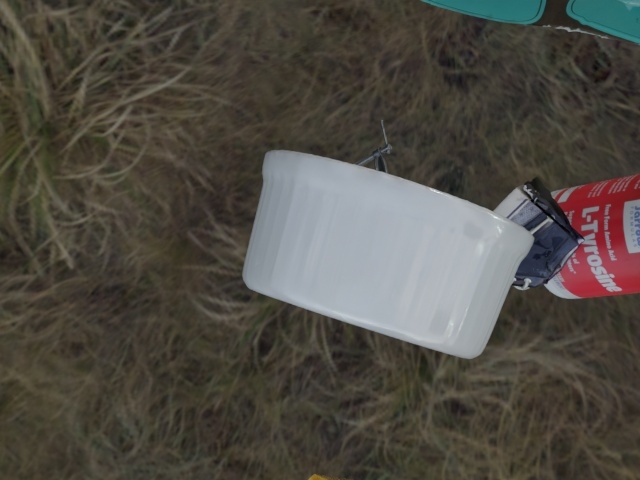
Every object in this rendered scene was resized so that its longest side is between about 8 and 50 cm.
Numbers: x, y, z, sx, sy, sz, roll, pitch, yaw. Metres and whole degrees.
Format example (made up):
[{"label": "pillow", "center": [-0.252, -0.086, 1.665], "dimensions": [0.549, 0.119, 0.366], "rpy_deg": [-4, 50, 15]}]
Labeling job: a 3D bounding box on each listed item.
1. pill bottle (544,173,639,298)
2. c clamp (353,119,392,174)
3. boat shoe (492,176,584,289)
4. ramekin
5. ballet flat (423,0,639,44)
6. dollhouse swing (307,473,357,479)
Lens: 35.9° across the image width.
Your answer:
[{"label": "pill bottle", "center": [0.626, -0.015, 1.900], "dimensions": [0.407, 0.229, 0.229], "rpy_deg": [-12, 105, 49]}, {"label": "c clamp", "center": [0.072, -0.120, 1.779], "dimensions": [0.160, 0.022, 0.137], "rpy_deg": [-34, 55, 32]}, {"label": "boat shoe", "center": [0.332, 0.055, 1.831], "dimensions": [0.158, 0.127, 0.340], "rpy_deg": [48, 118, 14]}, {"label": "ramekin", "center": [0.057, 0.019, 0.973], "dimensions": [0.277, 0.277, 0.135], "rpy_deg": [17, 88, 3]}, {"label": "ballet flat", "center": [0.290, -0.320, 1.170], "dimensions": [0.408, 0.147, 0.147], "rpy_deg": [14, 105, 4]}, {"label": "dollhouse swing", "center": [0.070, 0.440, 0.935], "dimensions": [0.305, 0.347, 0.315], "rpy_deg": [26, 83, 20]}]
